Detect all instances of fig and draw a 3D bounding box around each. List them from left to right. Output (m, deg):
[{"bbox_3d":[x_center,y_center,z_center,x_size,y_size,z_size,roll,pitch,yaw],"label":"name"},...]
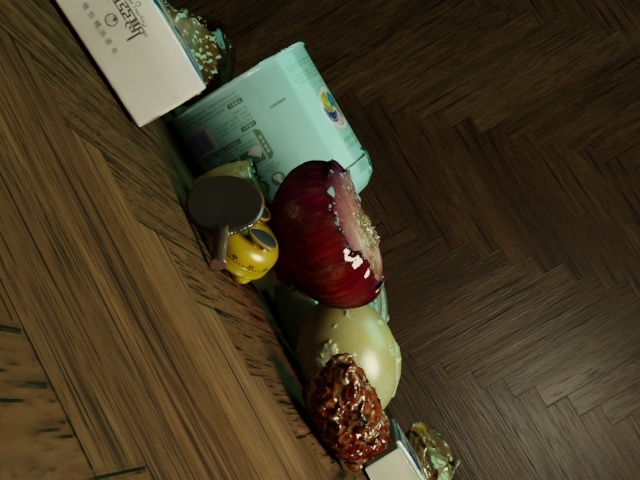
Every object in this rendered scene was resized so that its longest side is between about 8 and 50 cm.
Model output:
[{"bbox_3d":[-0.253,-0.320,1.909,0.190,0.191,0.290,-119,-164,-55],"label":"fig"}]

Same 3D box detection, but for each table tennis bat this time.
[{"bbox_3d":[-0.127,-0.063,1.228,0.119,0.107,0.170,94,-3,-46],"label":"table tennis bat"}]

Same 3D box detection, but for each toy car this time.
[{"bbox_3d":[-0.110,-0.020,1.483,0.256,0.101,0.124,61,8,-62],"label":"toy car"}]

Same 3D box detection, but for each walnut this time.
[{"bbox_3d":[0.229,0.510,2.016,0.204,0.141,0.238,44,11,-36],"label":"walnut"}]

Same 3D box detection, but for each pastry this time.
[{"bbox_3d":[0.036,0.238,1.306,0.115,0.097,0.208,65,2,35],"label":"pastry"}]

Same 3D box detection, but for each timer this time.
[{"bbox_3d":[-0.113,0.011,1.321,0.107,0.109,0.107,32,30,-21],"label":"timer"}]

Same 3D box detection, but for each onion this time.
[{"bbox_3d":[0.008,-0.007,1.412,0.248,0.161,0.248,-6,90,-85],"label":"onion"}]

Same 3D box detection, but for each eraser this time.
[{"bbox_3d":[0.137,0.414,1.706,0.124,0.081,0.279,60,1,1],"label":"eraser"}]

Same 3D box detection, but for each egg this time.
[{"bbox_3d":[0.042,0.186,1.484,0.164,0.164,0.201,52,21,-82],"label":"egg"}]

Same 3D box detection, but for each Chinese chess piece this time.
[{"bbox_3d":[0.025,0.107,1.670,0.238,0.092,0.238,26,53,-41],"label":"Chinese chess piece"}]

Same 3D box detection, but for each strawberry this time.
[{"bbox_3d":[-0.280,-0.316,1.695,0.190,0.111,0.236,26,45,-33],"label":"strawberry"}]

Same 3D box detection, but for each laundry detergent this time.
[{"bbox_3d":[-0.078,-0.158,1.721,0.305,0.287,0.287,59,1,-9],"label":"laundry detergent"}]

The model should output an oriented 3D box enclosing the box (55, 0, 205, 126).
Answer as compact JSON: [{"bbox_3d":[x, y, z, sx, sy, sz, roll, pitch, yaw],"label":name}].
[{"bbox_3d":[-0.277,-0.316,1.283,0.274,0.116,0.203,59,1,-24],"label":"box"}]
